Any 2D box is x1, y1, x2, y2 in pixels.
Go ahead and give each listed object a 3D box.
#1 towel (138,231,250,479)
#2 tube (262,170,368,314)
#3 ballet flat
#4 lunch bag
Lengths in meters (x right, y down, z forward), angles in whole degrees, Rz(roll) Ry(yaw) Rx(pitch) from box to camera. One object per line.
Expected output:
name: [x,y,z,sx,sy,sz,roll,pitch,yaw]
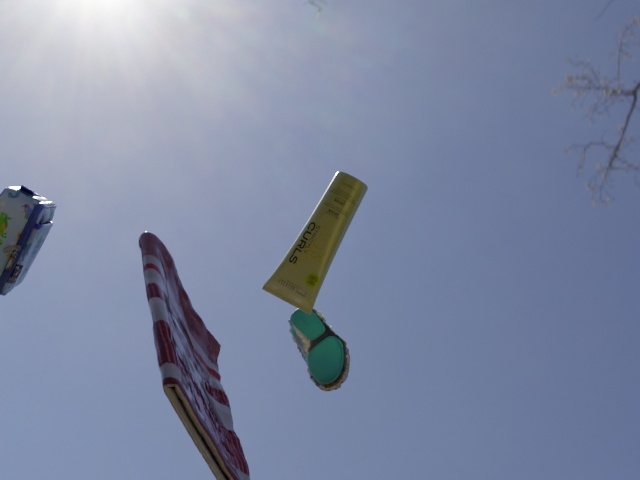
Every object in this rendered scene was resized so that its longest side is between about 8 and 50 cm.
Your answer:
towel: [-0.169,0.160,1.253,0.037,0.329,0.237,-24,-55,-1]
tube: [0.000,0.000,1.596,0.070,0.240,0.062,24,-8,45]
ballet flat: [0.009,0.205,1.723,0.091,0.241,0.077,-31,-56,2]
lunch bag: [-0.520,-0.005,1.598,0.090,0.176,0.219,25,-3,-10]
